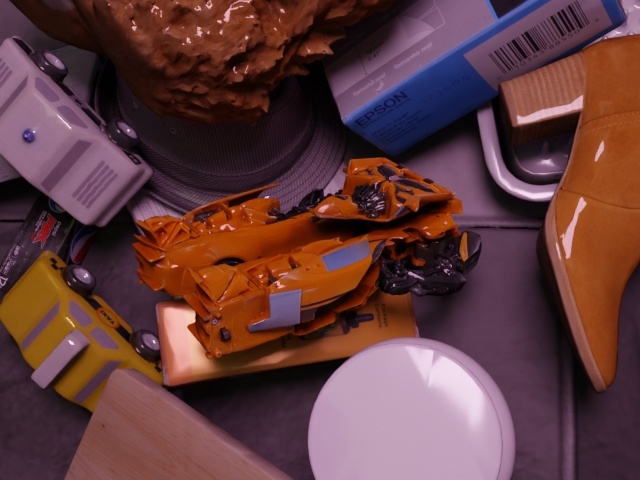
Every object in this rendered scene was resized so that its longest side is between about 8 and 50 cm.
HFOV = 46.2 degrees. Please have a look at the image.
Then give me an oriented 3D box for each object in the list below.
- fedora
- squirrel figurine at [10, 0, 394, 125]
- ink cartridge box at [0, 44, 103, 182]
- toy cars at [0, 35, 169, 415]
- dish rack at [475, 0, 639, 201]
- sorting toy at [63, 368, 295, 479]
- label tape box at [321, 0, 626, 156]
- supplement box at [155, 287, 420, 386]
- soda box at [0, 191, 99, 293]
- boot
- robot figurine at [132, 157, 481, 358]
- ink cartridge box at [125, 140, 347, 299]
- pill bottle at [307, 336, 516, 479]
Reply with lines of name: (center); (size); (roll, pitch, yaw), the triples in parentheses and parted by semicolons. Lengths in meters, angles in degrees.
fedora: (-0.102, -0.157, 0.756); (0.275, 0.124, 0.244); (40, 70, 14)
squirrel figurine: (-0.072, -0.311, 0.640); (0.370, 0.281, 0.397); (-41, 79, -20)
ink cartridge box: (-0.345, -0.142, 0.851); (0.206, 0.045, 0.208); (-14, 43, 6)
toy cars: (-0.246, 0.004, 0.709); (0.176, 0.087, 0.394); (-3, 101, 9)
dish rack: (0.314, -0.182, 0.741); (0.333, 0.072, 0.285); (-9, 75, 8)
sorting toy: (-0.114, 0.283, 0.658); (0.257, 0.089, 0.255); (27, 96, 27)
label tape box: (0.097, -0.295, 0.731); (0.249, 0.115, 0.348); (-29, 64, 25)
supplement box: (-0.031, 0.083, 0.702); (0.233, 0.080, 0.078); (-7, 77, -8)
soda box: (-0.285, -0.010, 0.820); (0.060, 0.053, 0.169); (24, 82, 15)
boot: (0.284, -0.035, 0.626); (0.211, 0.104, 0.295); (-13, 81, 10)
robot figurine: (0.000, 0.000, 0.657); (0.291, 0.085, 0.211); (-19, 33, -29)
ink cartridge box: (-0.088, -0.049, 0.806); (0.224, 0.056, 0.181); (-26, 71, -16)
pill bottle: (0.076, 0.158, 0.597); (0.153, 0.265, 0.153); (-3, 75, 10)
